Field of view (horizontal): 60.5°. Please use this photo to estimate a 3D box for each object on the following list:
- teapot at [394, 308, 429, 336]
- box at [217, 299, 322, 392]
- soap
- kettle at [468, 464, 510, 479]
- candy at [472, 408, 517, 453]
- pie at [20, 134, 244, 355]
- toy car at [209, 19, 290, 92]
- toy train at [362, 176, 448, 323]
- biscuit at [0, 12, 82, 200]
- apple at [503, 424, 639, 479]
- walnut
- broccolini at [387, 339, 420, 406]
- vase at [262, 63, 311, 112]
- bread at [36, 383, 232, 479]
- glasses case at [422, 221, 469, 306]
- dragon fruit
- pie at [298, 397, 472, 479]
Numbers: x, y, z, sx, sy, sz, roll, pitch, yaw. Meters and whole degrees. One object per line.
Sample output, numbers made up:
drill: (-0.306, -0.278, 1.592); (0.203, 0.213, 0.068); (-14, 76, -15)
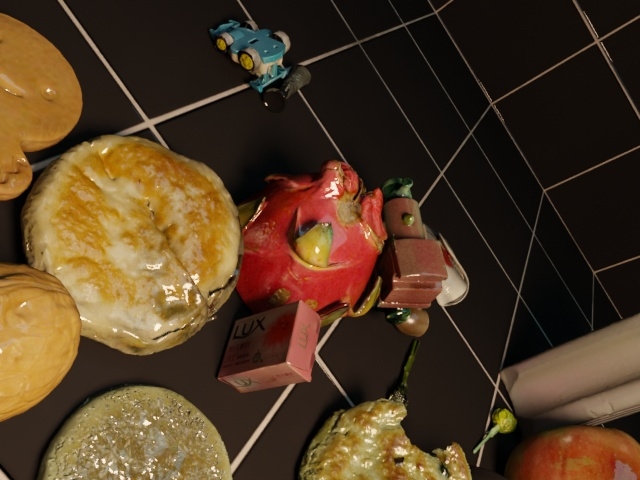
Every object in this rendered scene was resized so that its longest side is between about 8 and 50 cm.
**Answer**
teapot: (0.210, 0.158, 1.237); (0.080, 0.110, 0.085); (20, 13, -32)
box: (-0.075, 0.161, 0.827); (0.060, 0.156, 0.111); (46, 39, -32)
soap: (0.754, 0.372, 1.477); (0.351, 0.435, 0.212); (14, 51, -42)
kettle: (0.257, 0.584, 0.921); (0.268, 0.208, 0.290); (59, 42, -13)
candy: (0.417, 0.466, 1.331); (0.194, 0.062, 0.058); (-16, 124, -46)
pie: (-0.251, -0.002, 0.780); (0.339, 0.077, 0.338); (19, 59, -35)
toy car: (-0.156, -0.398, 1.176); (0.162, 0.098, 0.126); (28, 48, 18)
toy train: (0.157, 0.010, 1.143); (0.151, 0.221, 0.304); (2, 59, -14)
biscuit: (-0.449, -0.180, 0.683); (0.275, 0.052, 0.355); (52, 37, -13)
apple: (0.574, 0.570, 1.215); (0.319, 0.319, 0.277); (32, 43, -35)
walnut: (-0.340, 0.100, 0.537); (0.197, 0.165, 0.165); (-3, 69, -61)
broccolini: (0.185, 0.287, 1.175); (0.042, 0.044, 0.218); (42, 32, -1)
vase: (-0.075, -0.349, 1.254); (0.059, 0.059, 0.167); (50, 37, -16)
bread: (-0.209, 0.303, 0.662); (0.267, 0.041, 0.266); (29, 46, -36)
glasses case: (0.270, 0.029, 1.303); (0.128, 0.083, 0.308); (57, 11, -22)
dragon fruit: (0.000, 0.000, 0.970); (0.306, 0.226, 0.305); (33, 43, -37)
pie: (0.104, 0.396, 0.874); (0.303, 0.066, 0.302); (11, 48, -12)
